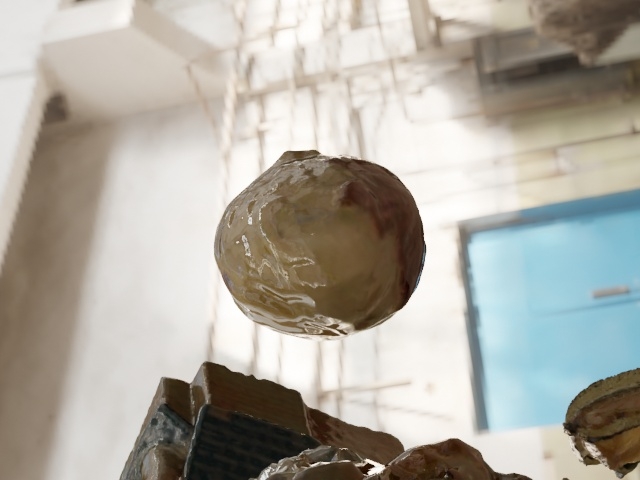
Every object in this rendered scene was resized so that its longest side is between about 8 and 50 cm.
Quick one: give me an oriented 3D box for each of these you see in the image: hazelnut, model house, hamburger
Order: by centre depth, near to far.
[{"bbox_3d":[-0.055,0.311,1.554,0.245,0.312,0.280,-63,18,20],"label":"model house"},{"bbox_3d":[0.340,0.212,1.715,0.087,0.176,0.102,44,144,37],"label":"hamburger"},{"bbox_3d":[0.000,0.000,1.744,0.261,0.261,0.241,30,-139,-77],"label":"hazelnut"}]

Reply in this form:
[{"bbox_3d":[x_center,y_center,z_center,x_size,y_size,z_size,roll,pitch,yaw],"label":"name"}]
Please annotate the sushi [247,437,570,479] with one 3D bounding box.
[{"bbox_3d":[0.028,0.310,0.805,0.176,0.417,0.417,-3,-98,-53],"label":"sushi"}]
